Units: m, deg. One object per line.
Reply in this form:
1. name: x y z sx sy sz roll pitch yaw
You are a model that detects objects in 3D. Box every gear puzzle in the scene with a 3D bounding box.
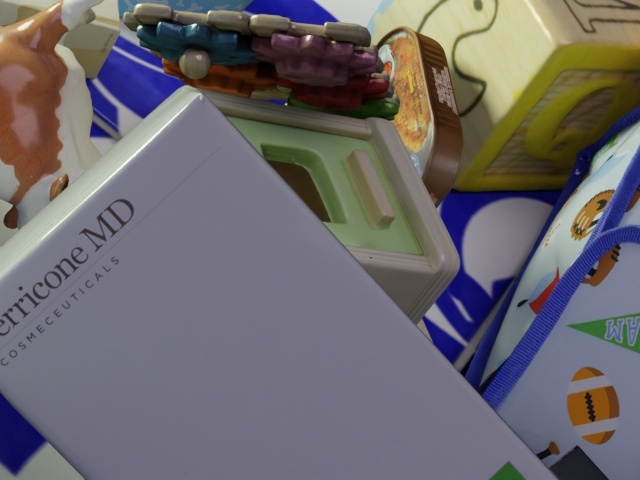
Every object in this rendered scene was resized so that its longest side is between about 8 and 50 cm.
1. gear puzzle: -0.031 -0.106 1.255 0.175 0.339 0.044 7 84 9

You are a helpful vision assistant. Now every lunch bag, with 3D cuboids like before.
1. lunch bag: 0.307 0.094 1.297 0.328 0.239 0.385 35 54 0

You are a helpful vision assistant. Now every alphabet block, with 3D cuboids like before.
1. alphabet block: 0.189 -0.176 1.502 0.193 0.192 0.197 -4 52 -35

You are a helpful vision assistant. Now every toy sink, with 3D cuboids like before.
1. toy sink: 0.000 0.000 1.177 0.234 0.131 0.153 9 42 -33

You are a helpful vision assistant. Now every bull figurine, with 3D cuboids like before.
1. bull figurine: -0.245 -0.125 1.171 0.310 0.101 0.188 28 60 7

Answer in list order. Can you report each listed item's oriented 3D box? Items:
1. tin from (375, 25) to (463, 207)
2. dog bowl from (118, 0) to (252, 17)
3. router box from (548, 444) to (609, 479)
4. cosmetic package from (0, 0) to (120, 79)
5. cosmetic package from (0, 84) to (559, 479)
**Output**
1. tin: 0.071 -0.094 1.404 0.040 0.106 0.190 21 42 -29
2. dog bowl: -0.180 -0.269 1.421 0.297 0.074 0.166 24 41 -13
3. router box: 0.186 0.246 1.130 0.179 0.133 0.046 49 42 14
4. cosmetic package: -0.218 -0.169 1.308 0.115 0.060 0.041 11 47 -25
5. cosmetic package: -0.022 0.106 0.978 0.365 0.197 0.155 46 -1 -12
